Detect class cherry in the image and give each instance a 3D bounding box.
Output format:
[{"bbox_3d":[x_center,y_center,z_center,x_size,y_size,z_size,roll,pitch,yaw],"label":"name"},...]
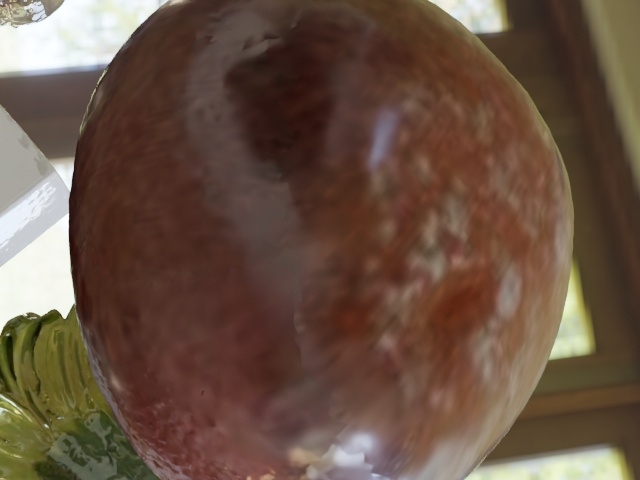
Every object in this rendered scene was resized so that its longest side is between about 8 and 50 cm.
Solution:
[{"bbox_3d":[0.000,0.000,0.832,0.213,0.236,0.285,-32,-148,43],"label":"cherry"}]

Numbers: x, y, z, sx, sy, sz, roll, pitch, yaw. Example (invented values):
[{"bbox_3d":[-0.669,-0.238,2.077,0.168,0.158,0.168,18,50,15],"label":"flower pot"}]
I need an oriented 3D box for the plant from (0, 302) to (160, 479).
[{"bbox_3d":[-0.141,0.181,1.466,0.261,0.297,0.306,-45,124,-57],"label":"plant"}]

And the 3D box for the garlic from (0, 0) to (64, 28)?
[{"bbox_3d":[-0.213,-0.194,1.235,0.147,0.159,0.102,29,-39,44],"label":"garlic"}]

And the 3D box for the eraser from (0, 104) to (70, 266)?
[{"bbox_3d":[-0.278,0.038,1.069,0.076,0.298,0.078,49,-8,13],"label":"eraser"}]
